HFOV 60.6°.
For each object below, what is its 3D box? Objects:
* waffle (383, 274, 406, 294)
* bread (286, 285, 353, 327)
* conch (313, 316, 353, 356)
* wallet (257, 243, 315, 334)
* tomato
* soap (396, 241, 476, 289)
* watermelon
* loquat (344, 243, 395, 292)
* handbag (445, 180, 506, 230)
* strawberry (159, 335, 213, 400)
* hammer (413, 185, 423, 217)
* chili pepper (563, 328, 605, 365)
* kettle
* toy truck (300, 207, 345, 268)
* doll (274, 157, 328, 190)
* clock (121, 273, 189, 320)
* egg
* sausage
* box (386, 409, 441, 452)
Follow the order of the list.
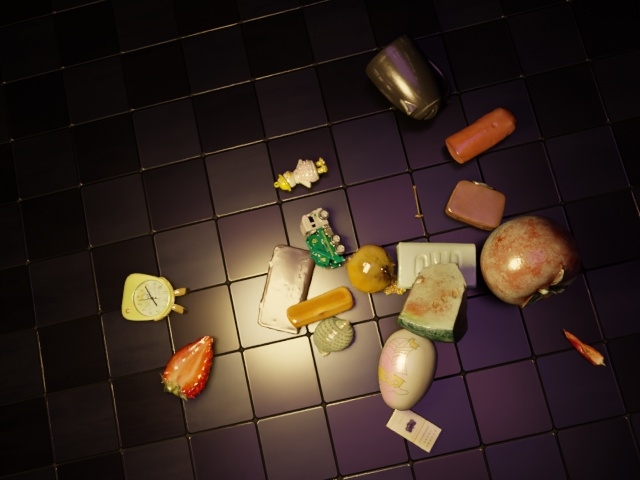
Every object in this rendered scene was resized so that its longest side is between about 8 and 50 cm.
[{"bbox_3d":[0.269,0.162,1.966,0.085,0.016,0.078,13,83,4],"label":"waffle"},{"bbox_3d":[-0.003,0.239,1.927,0.239,0.074,0.093,-19,56,-11],"label":"bread"},{"bbox_3d":[0.039,0.330,1.921,0.153,0.102,0.135,-39,66,-1],"label":"conch"},{"bbox_3d":[-0.122,0.175,1.983,0.165,0.042,0.310,12,84,4],"label":"wallet"},{"bbox_3d":[0.688,0.069,1.799,0.316,0.317,0.283,-21,62,1],"label":"tomato"},{"bbox_3d":[0.404,0.090,1.923,0.265,0.087,0.160,1,81,1],"label":"soap"},{"bbox_3d":[0.382,0.190,1.771,0.228,0.387,0.258,19,95,18],"label":"watermelon"},{"bbox_3d":[0.167,0.098,1.923,0.204,0.149,0.172,9,105,38],"label":"loquat"},{"bbox_3d":[0.561,-0.130,1.961,0.193,0.072,0.151,22,83,9],"label":"handbag"},{"bbox_3d":[-0.462,0.446,1.946,0.174,0.098,0.228,12,70,22],"label":"strawberry"},{"bbox_3d":[0.354,-0.143,2.009,0.029,0.014,0.123,-6,78,-5],"label":"hammer"},{"bbox_3d":[0.901,0.369,1.878,0.178,0.027,0.045,40,82,9],"label":"chili pepper"},{"bbox_3d":[0.351,-0.584,1.998,0.268,0.207,0.290,-36,85,-29],"label":"kettle"},{"bbox_3d":[0.000,0.000,1.953,0.116,0.110,0.216,-21,78,-17],"label":"toy truck"},{"bbox_3d":[-0.075,-0.242,2.024,0.207,0.081,0.129,-22,61,3],"label":"doll"},{"bbox_3d":[-0.602,0.213,2.002,0.231,0.069,0.170,5,81,4],"label":"clock"},{"bbox_3d":[0.286,0.429,1.835,0.196,0.196,0.271,28,81,8],"label":"egg"},{"bbox_3d":[0.588,-0.384,1.979,0.259,0.113,0.114,-31,80,1],"label":"sausage"},{"bbox_3d":[0.321,0.644,1.884,0.166,0.024,0.090,30,85,9],"label":"box"}]
